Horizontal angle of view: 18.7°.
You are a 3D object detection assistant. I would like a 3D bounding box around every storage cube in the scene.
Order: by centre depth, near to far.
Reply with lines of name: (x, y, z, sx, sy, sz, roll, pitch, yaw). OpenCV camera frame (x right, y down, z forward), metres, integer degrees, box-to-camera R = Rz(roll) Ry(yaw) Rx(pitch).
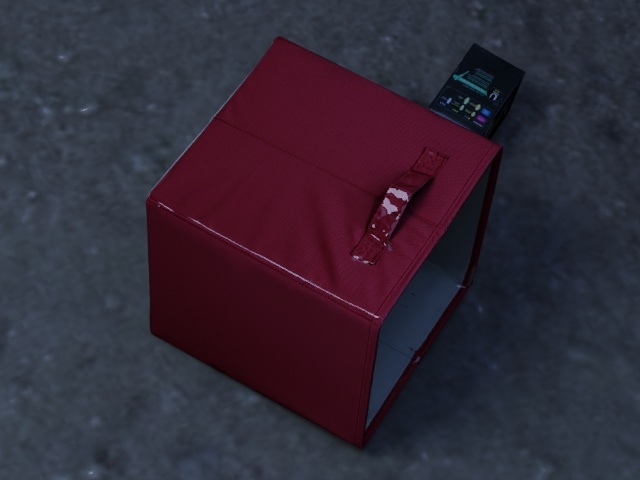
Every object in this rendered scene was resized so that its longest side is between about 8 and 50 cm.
storage cube: (0.000, 0.000, 1.432, 0.193, 0.215, 0.184, 27, 59, 15)

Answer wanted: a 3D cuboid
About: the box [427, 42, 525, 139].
box: (0.122, -0.107, 1.599, 0.052, 0.062, 0.083, 30, 60, 8)
